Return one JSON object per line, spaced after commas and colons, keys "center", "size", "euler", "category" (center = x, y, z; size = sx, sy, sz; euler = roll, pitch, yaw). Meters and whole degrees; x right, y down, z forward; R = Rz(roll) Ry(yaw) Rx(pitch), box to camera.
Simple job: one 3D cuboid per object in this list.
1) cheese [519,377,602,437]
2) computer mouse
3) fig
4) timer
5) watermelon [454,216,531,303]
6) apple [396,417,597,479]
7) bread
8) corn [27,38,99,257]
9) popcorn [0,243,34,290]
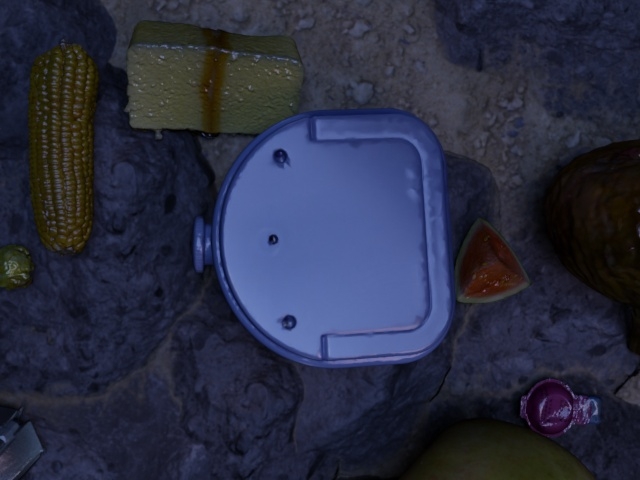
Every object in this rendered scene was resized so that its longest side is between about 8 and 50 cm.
{"center": [0.385, 0.268, 1.239], "size": [0.145, 0.038, 0.095], "euler": [6, 86, -13], "category": "cheese"}
{"center": [-0.497, 0.336, 1.103], "size": [0.126, 0.071, 0.231], "euler": [42, 81, -3], "category": "computer mouse"}
{"center": [0.505, 0.025, 1.195], "size": [0.286, 0.286, 0.369], "euler": [-23, 119, -8], "category": "fig"}
{"center": [0.000, 0.000, 1.140], "size": [0.394, 0.173, 0.395], "euler": [0, 87, -8], "category": "timer"}
{"center": [0.261, 0.028, 1.213], "size": [0.125, 0.094, 0.136], "euler": [-12, 83, 0], "category": "watermelon"}
{"center": [0.233, 0.397, 1.078], "size": [0.319, 0.319, 0.277], "euler": [-38, 78, -8], "category": "apple"}
{"center": [-0.161, -0.257, 1.177], "size": [0.265, 0.142, 0.178], "euler": [2, 70, -9], "category": "bread"}
{"center": [-0.382, -0.131, 1.140], "size": [0.101, 0.102, 0.313], "euler": [3, 87, -7], "category": "corn"}
{"center": [-0.454, 0.036, 1.140], "size": [0.059, 0.068, 0.083], "euler": [-18, 49, -31], "category": "popcorn"}
